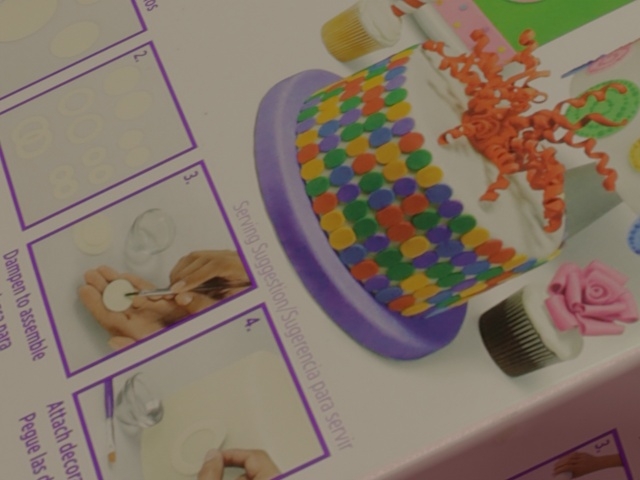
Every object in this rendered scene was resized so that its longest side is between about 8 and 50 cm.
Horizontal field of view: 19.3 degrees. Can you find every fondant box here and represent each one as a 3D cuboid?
[{"bbox_3d":[0.000,0.000,0.517,0.330,0.096,0.238,-26,44,1],"label":"fondant box"}]
